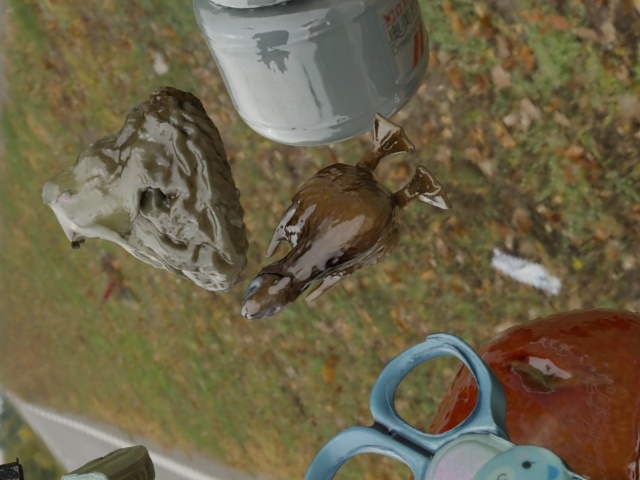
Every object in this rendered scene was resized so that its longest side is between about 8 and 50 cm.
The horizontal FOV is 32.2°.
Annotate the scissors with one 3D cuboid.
[{"bbox_3d":[0.092,0.120,0.505,0.256,0.125,0.030,18,156,53],"label":"scissors"}]

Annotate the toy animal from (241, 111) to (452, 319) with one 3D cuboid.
[{"bbox_3d":[0.000,0.000,0.811,0.089,0.179,0.188,49,164,-5],"label":"toy animal"}]

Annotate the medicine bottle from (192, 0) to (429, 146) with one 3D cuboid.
[{"bbox_3d":[-0.024,-0.285,1.229,0.245,0.245,0.306,40,161,45],"label":"medicine bottle"}]

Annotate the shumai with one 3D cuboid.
[{"bbox_3d":[-0.168,-0.034,1.062,0.166,0.175,0.206,-126,17,-66],"label":"shumai"}]

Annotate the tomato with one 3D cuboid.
[{"bbox_3d":[0.159,0.150,0.794,0.170,0.309,0.309,60,164,15],"label":"tomato"}]

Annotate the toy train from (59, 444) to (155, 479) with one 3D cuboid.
[{"bbox_3d":[-0.185,0.226,1.059,0.252,0.048,0.055,29,-134,-84],"label":"toy train"}]

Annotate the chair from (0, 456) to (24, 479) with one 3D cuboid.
[{"bbox_3d":[-0.336,0.261,1.185,0.086,0.037,0.042,113,145,-57],"label":"chair"}]
